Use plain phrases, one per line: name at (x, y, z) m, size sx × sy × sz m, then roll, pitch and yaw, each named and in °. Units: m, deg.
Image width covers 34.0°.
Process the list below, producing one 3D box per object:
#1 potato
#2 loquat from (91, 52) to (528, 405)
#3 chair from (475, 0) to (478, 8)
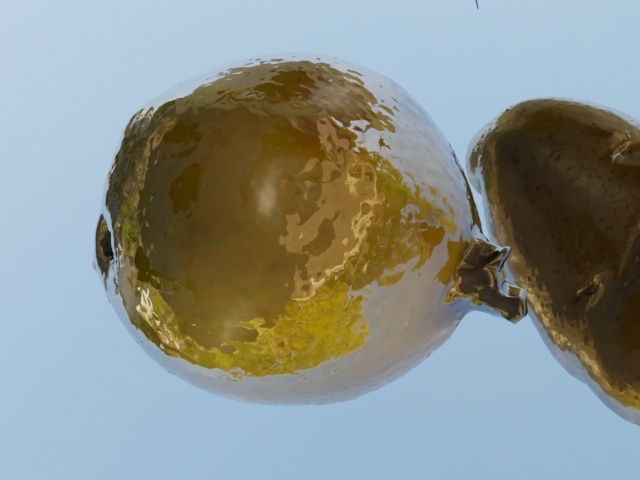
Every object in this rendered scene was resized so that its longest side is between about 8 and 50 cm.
potato at (0.270, 0.016, 0.908) m, size 0.369 × 0.176 × 0.195 m, roll 53°, pitch -49°, yaw 25°
loquat at (0.000, 0.000, 0.585) m, size 0.246 × 0.213 × 0.213 m, roll 15°, pitch -94°, yaw 22°
chair at (0.177, -0.302, 1.159) m, size 0.037 × 0.086 × 0.042 m, roll -22°, pitch -131°, yaw 3°
